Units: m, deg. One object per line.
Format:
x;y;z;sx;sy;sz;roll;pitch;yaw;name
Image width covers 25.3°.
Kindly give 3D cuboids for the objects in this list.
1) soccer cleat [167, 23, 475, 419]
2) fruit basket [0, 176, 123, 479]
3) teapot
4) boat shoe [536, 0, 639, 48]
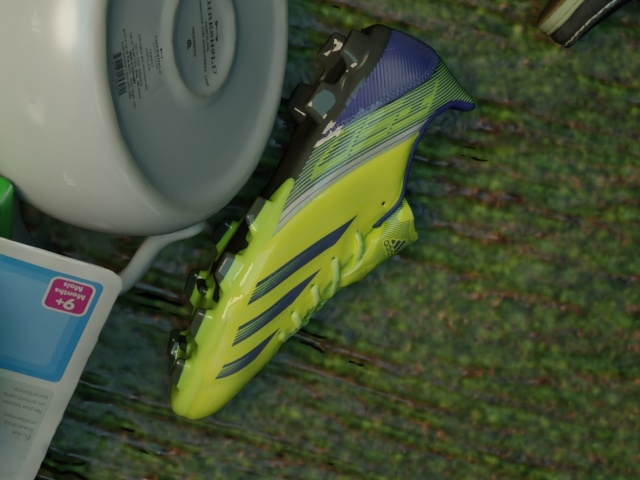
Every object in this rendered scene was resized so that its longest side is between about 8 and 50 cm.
0.001;0.000;0.922;0.121;0.093;0.289;30;89;-17;soccer cleat
-0.319;0.092;0.806;0.327;0.165;0.353;23;120;-10;fruit basket
-0.146;-0.120;0.845;0.187;0.252;0.256;6;69;26;teapot
0.245;-0.197;0.954;0.223;0.080;0.073;-41;94;-9;boat shoe
